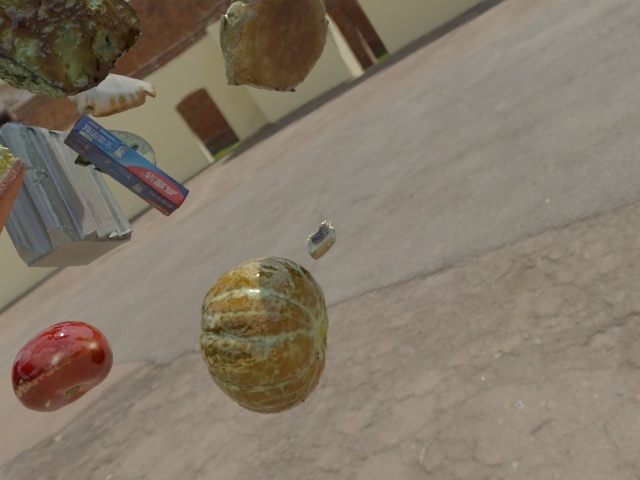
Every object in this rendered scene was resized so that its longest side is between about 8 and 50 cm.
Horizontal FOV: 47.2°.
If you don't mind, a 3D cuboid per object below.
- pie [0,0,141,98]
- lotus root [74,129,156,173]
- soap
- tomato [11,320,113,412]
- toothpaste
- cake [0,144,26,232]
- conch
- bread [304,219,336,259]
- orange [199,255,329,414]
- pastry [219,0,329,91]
[{"bbox_3d":[-0.504,-0.417,1.330,0.103,0.355,0.288,-13,58,47],"label":"pie"},{"bbox_3d":[-0.605,-0.254,2.201,0.119,0.235,0.138,-38,44,53],"label":"lotus root"},{"bbox_3d":[-0.862,-0.141,2.360,0.213,0.435,0.350,-31,-7,21],"label":"soap"},{"bbox_3d":[-0.504,0.240,1.422,0.195,0.136,0.195,-33,-16,-11],"label":"tomato"},{"bbox_3d":[-0.485,-0.185,1.841,0.076,0.320,0.066,-28,31,50],"label":"toothpaste"},{"bbox_3d":[-0.666,-0.091,1.470,0.225,0.109,0.090,-51,-18,9],"label":"cake"},{"bbox_3d":[-0.637,-0.460,2.212,0.255,0.127,0.158,-21,35,-16],"label":"conch"},{"bbox_3d":[0.000,0.000,1.546,0.070,0.035,0.083,-43,26,16],"label":"bread"},{"bbox_3d":[-0.113,0.194,1.518,0.249,0.329,0.329,-1,25,19],"label":"orange"},{"bbox_3d":[-0.098,-0.420,1.479,0.121,0.235,0.257,26,19,38],"label":"pastry"}]
